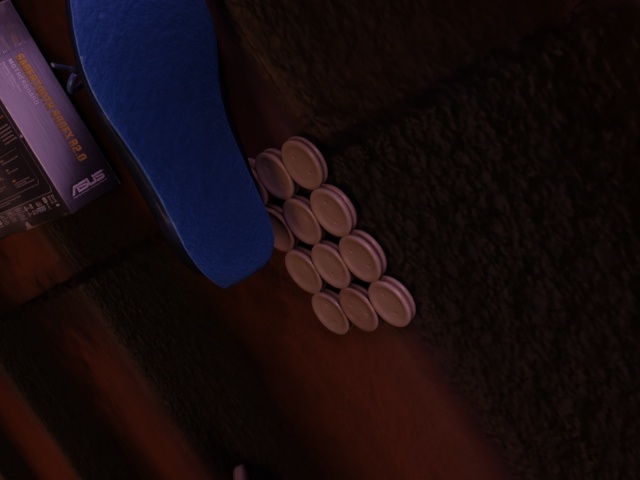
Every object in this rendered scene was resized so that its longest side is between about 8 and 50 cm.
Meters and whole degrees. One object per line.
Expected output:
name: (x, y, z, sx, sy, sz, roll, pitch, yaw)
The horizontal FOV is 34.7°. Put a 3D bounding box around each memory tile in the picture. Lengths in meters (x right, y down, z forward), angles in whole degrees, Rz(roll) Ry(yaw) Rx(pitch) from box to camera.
memory tile: (0.000, 0.000, 0.707, 0.148, 0.012, 0.113, 58, 149, -9)

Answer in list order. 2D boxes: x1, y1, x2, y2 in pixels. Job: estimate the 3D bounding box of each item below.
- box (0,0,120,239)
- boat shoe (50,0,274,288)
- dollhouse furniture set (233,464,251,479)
box: (-0.296, -0.100, 0.952, 0.231, 0.056, 0.183, -12, 111, 56)
boat shoe: (-0.114, -0.086, 0.676, 0.089, 0.109, 0.258, 28, 135, 60)
dollhouse furniture set: (-0.144, 0.351, 1.084, 0.161, 0.212, 0.242, -105, -5, -66)
